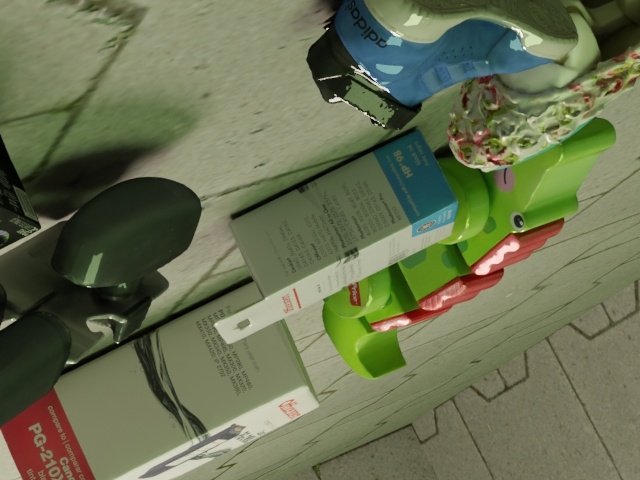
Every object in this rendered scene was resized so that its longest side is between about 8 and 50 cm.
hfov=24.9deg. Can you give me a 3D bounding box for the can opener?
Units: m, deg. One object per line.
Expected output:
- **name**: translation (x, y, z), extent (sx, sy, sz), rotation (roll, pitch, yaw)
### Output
- **can opener**: translation (-0.152, 0.034, 0.677), extent (0.280, 0.074, 0.093), rotation (-42, 158, -59)

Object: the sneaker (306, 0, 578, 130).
- **sneaker**: translation (0.057, -0.095, 0.717), extent (0.152, 0.058, 0.084), rotation (-7, 151, -47)

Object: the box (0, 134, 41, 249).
- **box**: translation (-0.171, -0.013, 0.603), extent (0.083, 0.052, 0.062), rotation (-26, 169, 3)

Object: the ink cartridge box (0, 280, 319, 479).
- **ink cartridge box**: translation (-0.127, 0.138, 1.210), extent (0.237, 0.100, 0.172), rotation (-26, 169, -2)

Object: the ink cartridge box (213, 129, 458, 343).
- **ink cartridge box**: translation (0.000, 0.000, 0.995), extent (0.180, 0.060, 0.104), rotation (-26, 169, -4)

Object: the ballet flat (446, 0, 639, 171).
- **ballet flat**: translation (0.160, -0.129, 0.787), extent (0.241, 0.091, 0.077), rotation (-34, 143, 10)

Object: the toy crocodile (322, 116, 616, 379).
- **toy crocodile**: translation (0.103, 0.005, 1.126), extent (0.115, 0.105, 0.340), rotation (-16, 163, -42)
